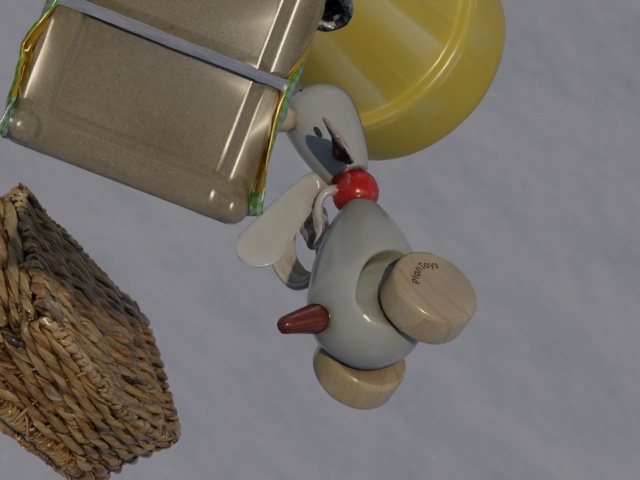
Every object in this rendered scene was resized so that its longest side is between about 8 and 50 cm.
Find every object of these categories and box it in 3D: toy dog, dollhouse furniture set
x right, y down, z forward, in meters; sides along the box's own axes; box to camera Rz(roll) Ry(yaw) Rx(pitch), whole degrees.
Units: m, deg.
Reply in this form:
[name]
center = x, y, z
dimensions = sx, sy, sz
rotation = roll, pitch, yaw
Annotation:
[toy dog]
center = 0.000, 0.000, 1.799
dimensions = 0.333, 0.161, 0.220
rotation = 50, 124, 48
[dollhouse furniture set]
center = -0.157, -0.153, 1.150
dimensions = 0.301, 0.197, 0.151
rotation = 22, 178, -19

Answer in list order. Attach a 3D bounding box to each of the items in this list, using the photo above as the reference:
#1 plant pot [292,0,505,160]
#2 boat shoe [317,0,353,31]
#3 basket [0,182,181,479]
[plant pot]
center = 0.031, -0.244, 2.087
dimensions = 0.254, 0.254, 0.239
rotation = 13, 165, 37
[boat shoe]
center = -0.030, -0.211, 1.381
dimensions = 0.065, 0.083, 0.183
rotation = -23, 155, 24
[basket]
center = -0.298, 0.132, 1.927
dimensions = 0.299, 0.223, 0.213
rotation = 54, -167, -53
